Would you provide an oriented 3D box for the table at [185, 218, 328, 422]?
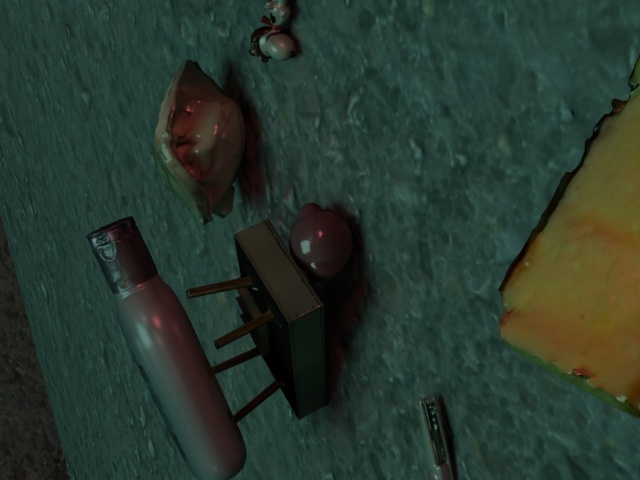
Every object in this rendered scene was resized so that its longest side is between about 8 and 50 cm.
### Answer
[{"bbox_3d":[-0.069,0.107,1.063,0.121,0.111,0.240,56,164,30],"label":"table"}]

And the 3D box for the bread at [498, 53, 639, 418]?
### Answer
[{"bbox_3d":[0.235,-0.014,0.478,0.263,0.198,0.236,29,120,50],"label":"bread"}]

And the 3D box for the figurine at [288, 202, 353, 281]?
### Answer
[{"bbox_3d":[0.000,0.000,1.005,0.071,0.067,0.083,14,-122,-79],"label":"figurine"}]

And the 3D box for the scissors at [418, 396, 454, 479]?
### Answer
[{"bbox_3d":[0.118,0.235,0.953,0.085,0.022,0.176,13,117,63],"label":"scissors"}]

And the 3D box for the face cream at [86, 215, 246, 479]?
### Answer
[{"bbox_3d":[-0.166,0.115,1.044,0.291,0.071,0.144,66,169,-8],"label":"face cream"}]

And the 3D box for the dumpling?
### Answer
[{"bbox_3d":[-0.144,-0.108,1.144,0.136,0.118,0.199,-67,-36,-63],"label":"dumpling"}]

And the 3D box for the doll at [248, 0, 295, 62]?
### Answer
[{"bbox_3d":[-0.049,-0.225,1.016,0.058,0.040,0.085,18,124,42],"label":"doll"}]
